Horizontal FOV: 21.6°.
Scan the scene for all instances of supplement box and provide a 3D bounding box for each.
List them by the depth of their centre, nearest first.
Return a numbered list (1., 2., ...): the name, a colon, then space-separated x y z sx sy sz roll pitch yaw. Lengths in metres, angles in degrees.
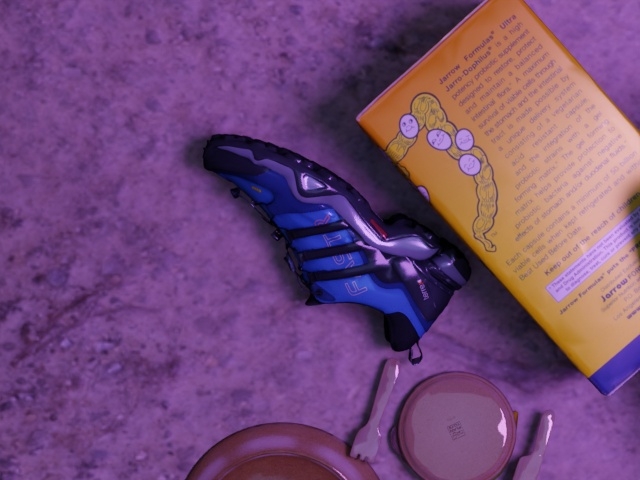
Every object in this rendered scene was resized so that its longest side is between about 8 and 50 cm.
1. supplement box: 0.224 -0.050 1.646 0.195 0.194 0.356 -42 90 4

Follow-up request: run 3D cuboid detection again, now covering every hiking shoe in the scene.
1. hiking shoe: 0.000 0.000 1.703 0.304 0.113 0.132 31 94 2

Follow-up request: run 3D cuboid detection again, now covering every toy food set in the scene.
1. toy food set: 0.141 0.203 1.748 0.192 0.038 0.132 19 87 8

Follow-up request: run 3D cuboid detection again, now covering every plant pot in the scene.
1. plant pot: -0.040 0.311 1.764 0.236 0.032 0.236 0 94 3
